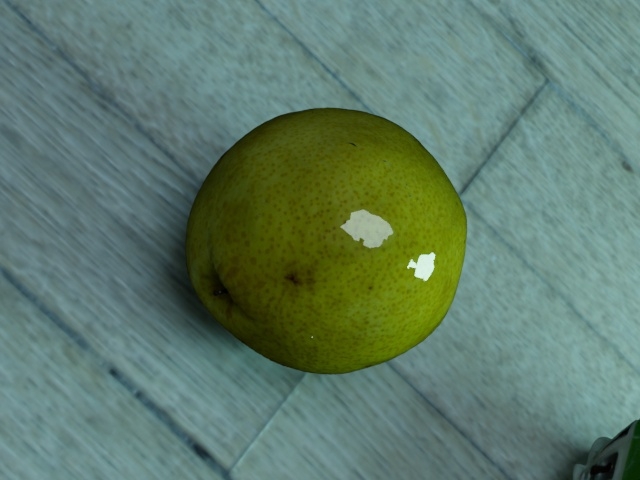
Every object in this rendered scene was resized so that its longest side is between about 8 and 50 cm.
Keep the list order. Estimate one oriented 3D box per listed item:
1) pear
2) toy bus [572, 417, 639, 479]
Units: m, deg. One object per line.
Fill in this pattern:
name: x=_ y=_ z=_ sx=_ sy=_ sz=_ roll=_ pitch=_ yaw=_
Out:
pear: x=0.000 y=0.000 z=1.111 sx=0.209 sy=0.209 sz=0.209 roll=9 pitch=68 yaw=-24
toy bus: x=0.268 y=0.281 z=1.158 sx=0.143 sy=0.179 sz=0.305 roll=36 pitch=59 yaw=-27
